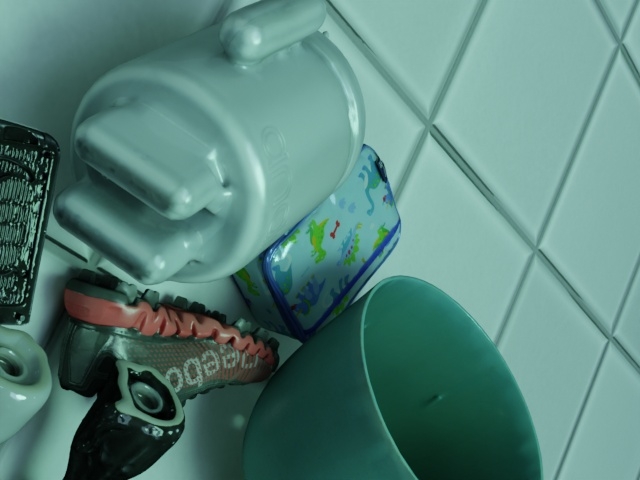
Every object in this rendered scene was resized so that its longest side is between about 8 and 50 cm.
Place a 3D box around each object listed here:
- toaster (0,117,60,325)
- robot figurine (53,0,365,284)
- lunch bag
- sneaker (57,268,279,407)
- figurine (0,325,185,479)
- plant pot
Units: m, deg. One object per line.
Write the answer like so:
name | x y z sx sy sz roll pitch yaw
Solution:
toaster | -0.304 -0.029 0.805 0.168 0.110 0.185 6 96 -52
robot figurine | -0.086 -0.091 0.951 0.353 0.200 0.300 -42 166 -53
lunch bag | 0.000 0.000 1.199 0.219 0.090 0.176 -49 138 -28
sneaker | -0.152 0.122 1.044 0.276 0.098 0.135 22 84 -49
figurine | -0.259 0.192 0.895 0.215 0.092 0.209 23 111 -37
plant pot | 0.058 0.219 1.126 0.293 0.235 0.293 34 38 -32
